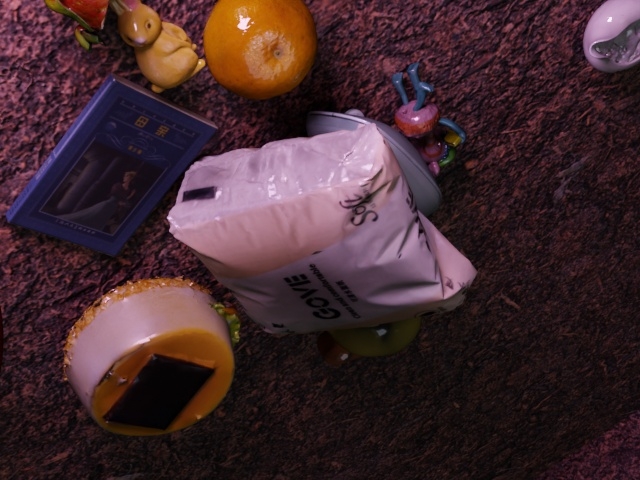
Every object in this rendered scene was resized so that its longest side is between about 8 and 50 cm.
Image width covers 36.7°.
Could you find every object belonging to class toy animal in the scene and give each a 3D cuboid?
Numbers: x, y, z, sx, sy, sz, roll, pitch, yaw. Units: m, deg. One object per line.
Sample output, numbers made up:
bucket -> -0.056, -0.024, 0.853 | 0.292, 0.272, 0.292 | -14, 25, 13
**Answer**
toy animal -> 0.094, 0.102, 1.726 | 0.216, 0.191, 0.338 | -18, 139, -17
toy animal -> -0.225, -0.261, 1.226 | 0.083, 0.070, 0.159 | -36, 137, 7
toy animal -> 0.177, -0.189, 1.551 | 0.103, 0.100, 0.208 | -4, 142, 20

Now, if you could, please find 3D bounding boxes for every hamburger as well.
hamburger -> -0.275, 0.185, 1.579 | 0.294, 0.179, 0.276 | 17, 118, -40

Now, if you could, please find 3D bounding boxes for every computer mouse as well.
computer mouse -> 0.095, -0.131, 1.526 | 0.097, 0.159, 0.288 | -59, 138, -17

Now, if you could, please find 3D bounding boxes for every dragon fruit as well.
dragon fruit -> -0.278, -0.321, 1.096 | 0.175, 0.138, 0.142 | 38, 65, -21

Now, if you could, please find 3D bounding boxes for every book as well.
book -> -0.297, -0.099, 1.379 | 0.191, 0.025, 0.269 | 22, 117, -46

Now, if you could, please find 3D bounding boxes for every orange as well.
orange -> -0.082, -0.263, 1.277 | 0.155, 0.134, 0.154 | -9, 113, -22

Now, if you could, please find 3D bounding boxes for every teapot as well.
teapot -> 0.512, -0.350, 1.610 | 0.226, 0.092, 0.145 | -13, 140, -25

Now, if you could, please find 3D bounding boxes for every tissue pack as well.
tissue pack -> 0.000, 0.000, 1.465 | 0.390, 0.195, 0.375 | -13, 137, 24

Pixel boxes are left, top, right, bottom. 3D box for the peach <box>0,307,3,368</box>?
peach -> -0.590, 0.085, 1.156 | 0.406, 0.310, 0.335 | 20, 114, -37
